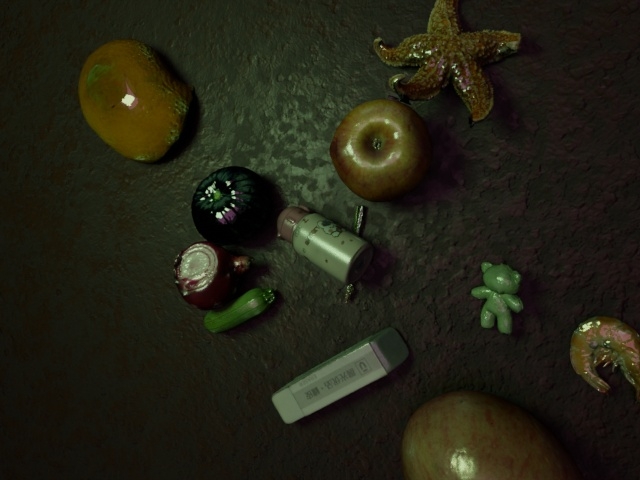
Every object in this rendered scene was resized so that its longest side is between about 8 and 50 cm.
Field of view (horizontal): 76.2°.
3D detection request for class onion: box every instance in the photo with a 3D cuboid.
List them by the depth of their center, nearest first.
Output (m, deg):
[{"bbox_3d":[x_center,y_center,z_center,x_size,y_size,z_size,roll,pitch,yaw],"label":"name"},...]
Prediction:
[{"bbox_3d":[-0.252,0.087,1.020,0.198,0.135,0.173,-10,67,3],"label":"onion"}]

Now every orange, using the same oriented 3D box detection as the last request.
[{"bbox_3d":[-0.502,-0.364,1.071,0.262,0.196,0.334,-36,88,29],"label":"orange"}]

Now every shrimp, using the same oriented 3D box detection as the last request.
[{"bbox_3d":[0.578,0.241,0.806,0.132,0.052,0.187,-34,76,35],"label":"shrimp"}]

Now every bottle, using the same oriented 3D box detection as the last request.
[{"bbox_3d":[0.000,0.000,0.937,0.233,0.110,0.110,32,101,27],"label":"bottle"}]

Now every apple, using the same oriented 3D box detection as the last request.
[{"bbox_3d":[0.317,0.465,0.774,0.345,0.269,0.344,1,93,17],"label":"apple"},{"bbox_3d":[0.128,-0.185,0.857,0.211,0.188,0.211,1,93,14],"label":"apple"}]

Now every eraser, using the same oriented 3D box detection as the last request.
[{"bbox_3d":[0.043,0.322,0.966,0.352,0.061,0.089,-34,81,17],"label":"eraser"}]

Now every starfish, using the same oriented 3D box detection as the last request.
[{"bbox_3d":[0.243,-0.377,0.836,0.312,0.113,0.303,37,77,21],"label":"starfish"}]

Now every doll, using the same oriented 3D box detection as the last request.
[{"bbox_3d":[0.377,0.120,0.856,0.115,0.077,0.150,23,114,53],"label":"doll"}]

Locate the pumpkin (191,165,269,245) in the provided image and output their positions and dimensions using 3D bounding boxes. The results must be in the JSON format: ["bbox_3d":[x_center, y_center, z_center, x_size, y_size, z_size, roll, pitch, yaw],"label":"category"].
[{"bbox_3d":[-0.219,-0.083,0.995,0.202,0.140,0.202,-7,68,19],"label":"pumpkin"}]

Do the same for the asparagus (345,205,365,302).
[{"bbox_3d":[0.081,0.032,0.965,0.023,0.022,0.233,7,92,-16],"label":"asparagus"}]

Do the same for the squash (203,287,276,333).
[{"bbox_3d":[-0.208,0.179,1.034,0.219,0.077,0.068,-28,92,14],"label":"squash"}]
